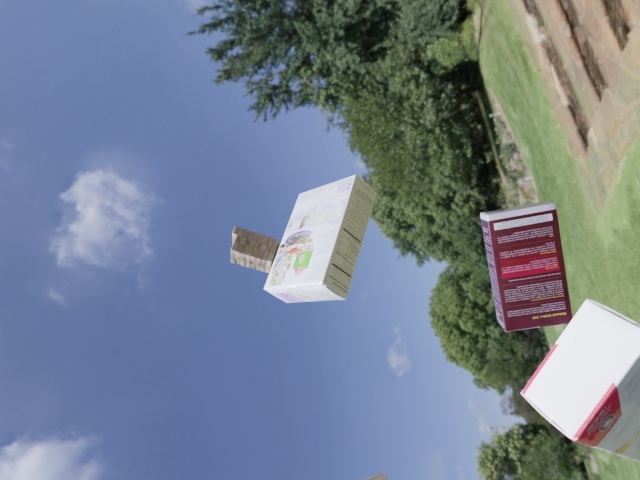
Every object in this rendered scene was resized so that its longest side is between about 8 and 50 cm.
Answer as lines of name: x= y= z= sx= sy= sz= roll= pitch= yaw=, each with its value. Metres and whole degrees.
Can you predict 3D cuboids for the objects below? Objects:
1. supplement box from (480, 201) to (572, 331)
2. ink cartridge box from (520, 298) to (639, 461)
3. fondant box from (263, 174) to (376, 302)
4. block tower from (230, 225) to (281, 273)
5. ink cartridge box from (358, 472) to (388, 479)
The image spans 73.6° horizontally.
supplement box: x=0.410 y=0.051 z=0.858 sx=0.073 sy=0.130 sz=0.240 roll=-37 pitch=-63 yaw=-79
ink cartridge box: x=0.565 y=0.273 z=0.806 sx=0.306 sy=0.226 sz=0.131 roll=26 pitch=-172 yaw=-30
fondant box: x=0.000 y=0.000 z=1.172 sx=0.096 sy=0.238 sz=0.331 roll=38 pitch=-122 yaw=-32
block tower: x=-0.132 y=0.058 z=1.393 sx=0.091 sy=0.335 sz=0.097 roll=110 pitch=177 yaw=-59
ink cartridge box: x=0.074 y=0.630 z=0.830 sx=0.196 sy=0.114 sz=0.273 roll=-6 pitch=-118 yaw=-25
